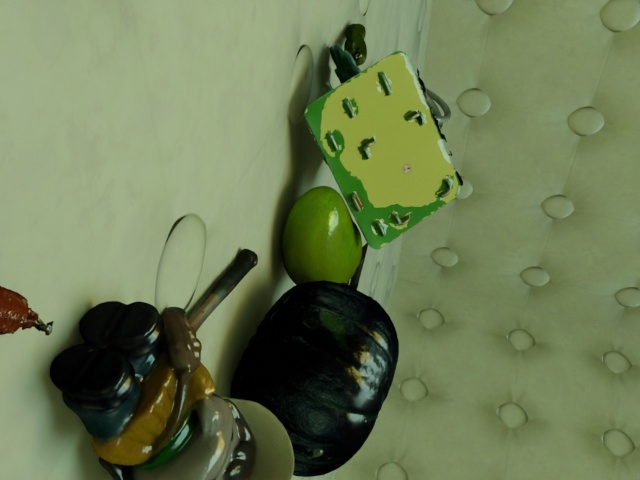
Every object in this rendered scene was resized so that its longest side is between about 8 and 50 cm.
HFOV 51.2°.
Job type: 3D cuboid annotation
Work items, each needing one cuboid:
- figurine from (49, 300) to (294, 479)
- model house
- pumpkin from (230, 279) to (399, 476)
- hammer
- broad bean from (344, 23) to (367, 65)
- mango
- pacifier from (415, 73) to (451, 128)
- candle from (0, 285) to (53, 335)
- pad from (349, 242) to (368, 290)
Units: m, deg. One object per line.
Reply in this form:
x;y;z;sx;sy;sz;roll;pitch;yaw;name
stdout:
-0.186;0.210;0.762;0.332;0.204;0.185;56;42;-33;figurine
0.070;-0.212;1.387;0.242;0.313;0.357;-36;118;-11;model house
-0.006;0.248;1.240;0.363;0.266;0.363;23;90;-80;pumpkin
-0.155;0.084;0.995;0.287;0.033;0.111;-57;155;-59;hammer
0.076;-0.424;1.453;0.213;0.048;0.070;-78;155;-59;broad bean
-0.003;0.009;1.345;0.185;0.149;0.273;-65;160;-14;mango
0.194;-0.335;1.821;0.233;0.244;0.299;-49;-176;33;pacifier
-0.249;0.046;0.496;0.162;0.048;0.053;61;26;-72;candle
0.100;0.110;2.122;0.323;0.055;0.250;64;40;-71;pad
